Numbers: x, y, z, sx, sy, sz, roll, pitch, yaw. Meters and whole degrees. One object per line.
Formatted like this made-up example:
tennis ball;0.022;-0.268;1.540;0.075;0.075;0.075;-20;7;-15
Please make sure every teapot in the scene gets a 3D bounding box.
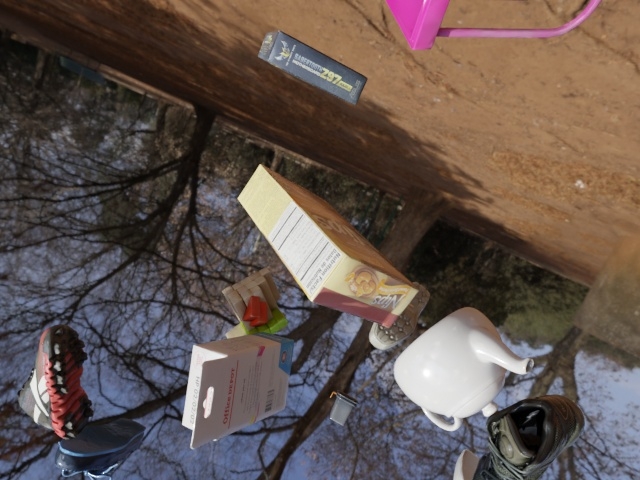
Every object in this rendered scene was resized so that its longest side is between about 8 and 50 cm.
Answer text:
teapot;0.287;0.278;0.900;0.187;0.252;0.256;53;-172;26

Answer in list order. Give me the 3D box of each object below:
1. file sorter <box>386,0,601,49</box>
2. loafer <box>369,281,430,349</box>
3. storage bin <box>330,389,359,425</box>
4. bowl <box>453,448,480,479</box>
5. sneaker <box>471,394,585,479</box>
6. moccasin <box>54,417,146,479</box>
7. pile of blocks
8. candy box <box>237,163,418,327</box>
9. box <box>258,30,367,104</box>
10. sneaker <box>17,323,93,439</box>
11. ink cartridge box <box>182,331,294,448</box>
file sorter;0.148;-0.349;0.391;0.182;0.202;0.291;-6;-122;-14
loafer;0.236;0.239;1.329;0.112;0.111;0.319;44;-140;14
storage bin;0.072;0.594;1.549;0.098;0.091;0.135;27;168;8
bowl;0.297;0.469;0.788;0.142;0.053;0.142;42;-166;15
sneaker;0.255;0.305;0.599;0.130;0.228;0.087;20;-162;-36
moccasin;-0.539;0.540;1.092;0.137;0.117;0.342;20;167;11
pile of blocks;-0.129;0.246;0.948;0.148;0.363;0.112;-7;-153;-29
candy box;0.000;0.000;0.738;0.182;0.088;0.316;25;-165;-41
box;-0.025;-0.350;0.872;0.183;0.059;0.233;20;-162;-20
sneaker;-0.565;0.291;0.909;0.135;0.276;0.098;12;-155;6
ink cartridge box;-0.114;0.186;0.570;0.061;0.105;0.181;8;180;31
